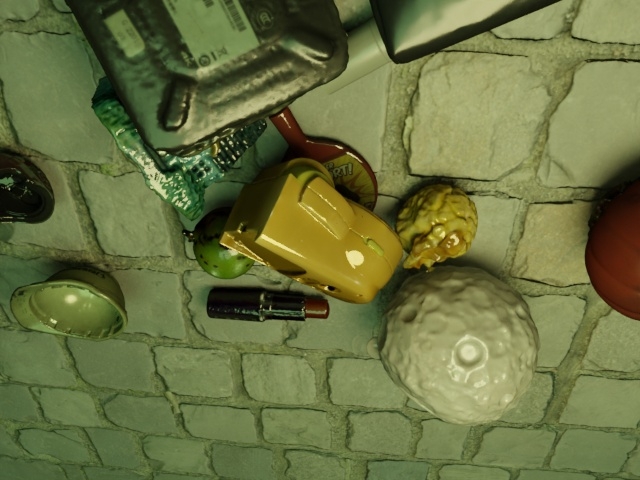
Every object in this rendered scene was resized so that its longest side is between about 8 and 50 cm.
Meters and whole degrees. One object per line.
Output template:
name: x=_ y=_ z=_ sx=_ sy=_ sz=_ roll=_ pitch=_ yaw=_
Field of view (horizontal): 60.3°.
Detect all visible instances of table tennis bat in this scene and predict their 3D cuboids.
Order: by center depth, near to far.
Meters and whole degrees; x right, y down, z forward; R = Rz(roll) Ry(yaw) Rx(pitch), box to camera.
table tennis bat: x=-0.005 y=-0.137 z=1.105 sx=0.201 sy=0.038 sz=0.310 roll=-20 pitch=128 yaw=22

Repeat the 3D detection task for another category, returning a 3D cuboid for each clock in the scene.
clock: x=0.000 y=0.000 z=1.049 sx=0.317 sy=0.200 sz=0.244 roll=37 pitch=165 yaw=-25

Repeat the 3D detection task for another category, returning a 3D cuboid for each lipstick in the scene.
lipstick: x=-0.127 y=0.158 z=1.331 sx=0.300 sy=0.081 sz=0.081 roll=1 pitch=130 yaw=6

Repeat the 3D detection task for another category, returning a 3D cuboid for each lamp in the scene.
lamp: x=0.627 y=0.006 z=0.995 sx=0.303 sy=0.257 sz=0.303 roll=-22 pitch=137 yaw=-22

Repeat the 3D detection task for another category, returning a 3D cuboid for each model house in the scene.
model house: x=-0.215 y=-0.213 z=0.963 sx=0.241 sy=0.226 sz=0.261 roll=-34 pitch=124 yaw=1

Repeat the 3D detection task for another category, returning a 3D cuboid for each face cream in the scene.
face cream: x=0.104 y=-0.330 z=0.900 sx=0.250 sy=0.077 sz=0.077 roll=-23 pitch=123 yaw=23

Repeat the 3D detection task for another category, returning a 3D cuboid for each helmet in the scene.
helmet: x=-0.647 y=-0.119 z=1.151 sx=0.153 sy=0.107 sz=0.177 roll=-37 pitch=136 yaw=28
helmet: x=-0.582 y=0.130 z=1.322 sx=0.258 sy=0.137 sz=0.204 roll=12 pitch=130 yaw=-12

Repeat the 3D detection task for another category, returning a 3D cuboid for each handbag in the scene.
handbag: x=0.185 y=-0.410 z=0.712 sx=0.302 sy=0.178 sz=0.274 roll=-17 pitch=99 yaw=21

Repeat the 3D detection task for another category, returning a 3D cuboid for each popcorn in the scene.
popcorn: x=0.226 y=-0.023 z=1.090 sx=0.180 sy=0.180 sz=0.170 roll=-15 pitch=93 yaw=19

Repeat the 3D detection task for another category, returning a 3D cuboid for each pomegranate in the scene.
pomegranate: x=-0.167 y=-0.005 z=1.162 sx=0.220 sy=0.156 sz=0.156 roll=-16 pitch=128 yaw=-2

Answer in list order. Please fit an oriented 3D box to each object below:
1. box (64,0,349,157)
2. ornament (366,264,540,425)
box: x=-0.162 y=-0.336 z=0.797 sx=0.350 sy=0.091 sz=0.359 roll=-28 pitch=108 yaw=-5
ornament: x=0.293 y=0.208 z=1.167 sx=0.337 sy=0.337 sz=0.337 roll=3 pitch=130 yaw=4
